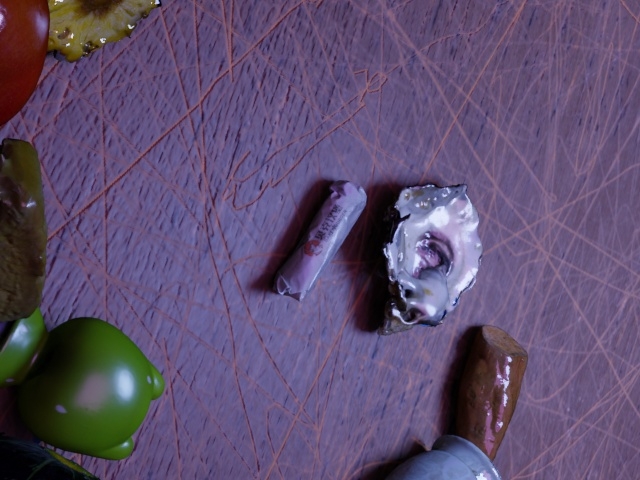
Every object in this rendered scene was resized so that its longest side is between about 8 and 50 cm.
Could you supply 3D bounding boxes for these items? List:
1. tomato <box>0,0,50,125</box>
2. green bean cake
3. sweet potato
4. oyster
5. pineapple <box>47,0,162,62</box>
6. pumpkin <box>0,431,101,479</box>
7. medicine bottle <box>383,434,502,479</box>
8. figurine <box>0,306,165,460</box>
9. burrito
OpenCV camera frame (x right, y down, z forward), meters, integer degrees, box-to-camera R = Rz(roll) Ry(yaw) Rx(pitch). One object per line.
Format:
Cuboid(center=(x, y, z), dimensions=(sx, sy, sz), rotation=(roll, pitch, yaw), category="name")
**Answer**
Cuboid(center=(-0.420, -0.241, 1.192), dimensions=(0.298, 0.298, 0.226), rotation=(31, 38, -33), category="tomato")
Cuboid(center=(-0.407, -0.009, 1.218), dimensions=(0.236, 0.233, 0.124), rotation=(-6, 54, -18), category="green bean cake")
Cuboid(center=(0.253, 0.253, 1.808), dimensions=(0.097, 0.097, 0.252), rotation=(22, 77, -35), category="sweet potato")
Cuboid(center=(0.156, 0.020, 1.736), dimensions=(0.223, 0.083, 0.214), rotation=(-15, 104, -40), category="oyster")
Cuboid(center=(-0.269, -0.306, 1.375), dimensions=(0.225, 0.225, 0.076), rotation=(-29, 64, -32), category="pineapple")
Cuboid(center=(-0.340, 0.355, 1.261), dimensions=(0.295, 0.296, 0.296), rotation=(-2, 93, -36), category="pumpkin")
Cuboid(center=(0.175, 0.376, 1.722), dimensions=(0.143, 0.147, 0.147), rotation=(-29, 108, -34), category="medicine bottle")
Cuboid(center=(-0.312, 0.150, 1.371), dimensions=(0.263, 0.143, 0.162), rotation=(34, 66, -21), category="figurine")
Cuboid(center=(0.000, 0.001, 1.633), dimensions=(0.064, 0.064, 0.203), rotation=(43, 67, -29), category="burrito")
